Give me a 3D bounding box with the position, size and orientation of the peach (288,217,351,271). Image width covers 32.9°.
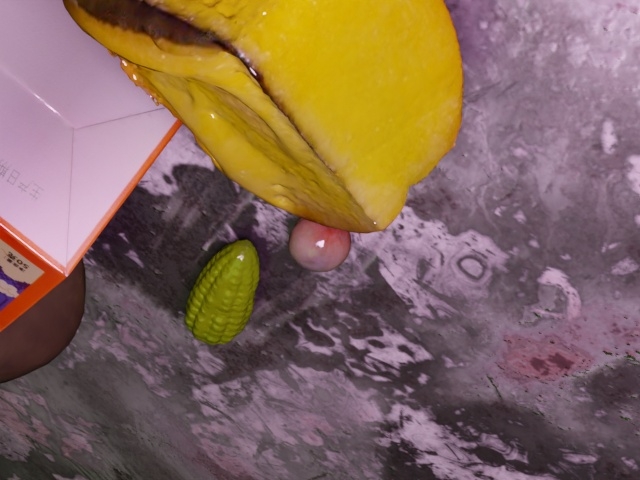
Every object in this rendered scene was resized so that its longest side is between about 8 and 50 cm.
[{"bbox_3d":[0.001,0.000,1.398,0.083,0.083,0.083,18,142,15],"label":"peach"}]

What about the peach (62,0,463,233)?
[{"bbox_3d":[-0.054,-0.206,1.058,0.380,0.242,0.306,40,166,-36],"label":"peach"}]

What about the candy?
[{"bbox_3d":[-0.134,0.068,1.561,0.096,0.097,0.209,29,139,1],"label":"candy"}]

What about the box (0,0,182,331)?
[{"bbox_3d":[-0.400,-0.134,1.304,0.348,0.318,0.257,40,144,-15],"label":"box"}]

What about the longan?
[{"bbox_3d":[-0.521,0.038,1.556,0.404,0.336,0.404,33,178,1],"label":"longan"}]
